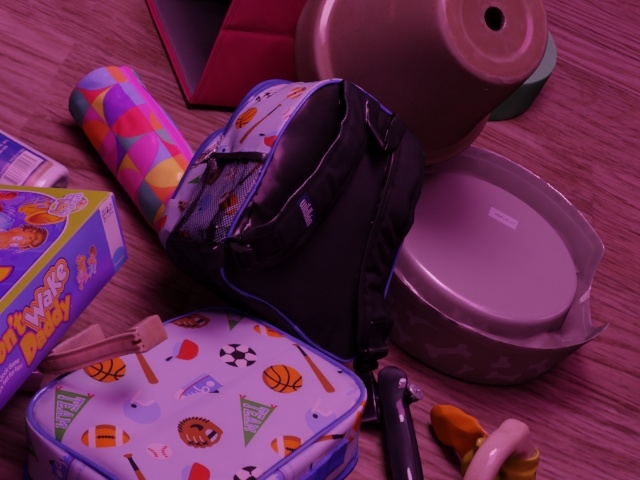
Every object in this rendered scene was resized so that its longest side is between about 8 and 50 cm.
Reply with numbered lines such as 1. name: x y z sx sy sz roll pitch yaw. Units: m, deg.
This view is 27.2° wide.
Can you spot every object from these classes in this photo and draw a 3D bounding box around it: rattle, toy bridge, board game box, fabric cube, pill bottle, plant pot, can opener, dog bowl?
1. rattle: 0.126 0.260 1.353 0.143 0.130 0.200 30 64 19
2. toy bridge: -0.223 0.099 1.200 0.063 0.188 0.026 -34 108 -46
3. board game box: -0.356 0.068 1.178 0.233 0.078 0.347 4 33 20
4. fabric cube: -0.051 -0.342 1.751 0.258 0.259 0.254 3 44 -29
5. pill bottle: -0.369 -0.073 1.382 0.186 0.112 0.112 30 39 2
6. plant pot: 0.134 -0.227 1.516 0.263 0.229 0.263 5 79 -28
7. can opener: 0.083 0.210 1.401 0.059 0.073 0.186 47 22 -48
8. dog bowl: 0.186 0.028 1.613 0.349 0.102 0.349 17 40 -15

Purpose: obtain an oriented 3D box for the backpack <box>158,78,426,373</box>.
1. backpack: -0.019 -0.035 1.395 0.213 0.263 0.276 17 -18 44

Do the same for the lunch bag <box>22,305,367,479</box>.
1. lunch bag: -0.110 0.187 1.216 0.243 0.115 0.303 29 37 26

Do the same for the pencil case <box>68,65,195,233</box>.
1. pencil case: -0.195 -0.103 1.531 0.104 0.104 0.236 -17 56 -42

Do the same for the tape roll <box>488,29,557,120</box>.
1. tape roll: 0.203 -0.317 2.023 0.321 0.077 0.321 17 40 -15

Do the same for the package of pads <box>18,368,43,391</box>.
1. package of pads: -0.309 0.117 1.273 0.083 0.032 0.050 8 42 -24
